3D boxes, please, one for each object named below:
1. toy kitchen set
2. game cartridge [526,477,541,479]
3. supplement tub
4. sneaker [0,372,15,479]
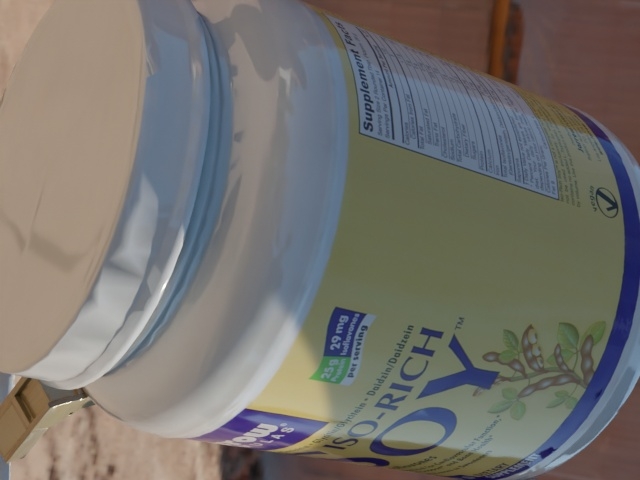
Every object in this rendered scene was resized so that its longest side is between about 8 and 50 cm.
[{"bbox_3d":[-0.190,0.101,0.875,0.083,0.068,0.075,-10,149,-50],"label":"toy kitchen set"},{"bbox_3d":[0.111,0.396,1.072,0.230,0.068,0.355,-11,115,-33],"label":"game cartridge"},{"bbox_3d":[0.000,0.000,0.686,0.241,0.331,0.241,-27,-124,49],"label":"supplement tub"},{"bbox_3d":[-0.353,0.201,1.080,0.102,0.161,0.282,145,-55,-67],"label":"sneaker"}]
